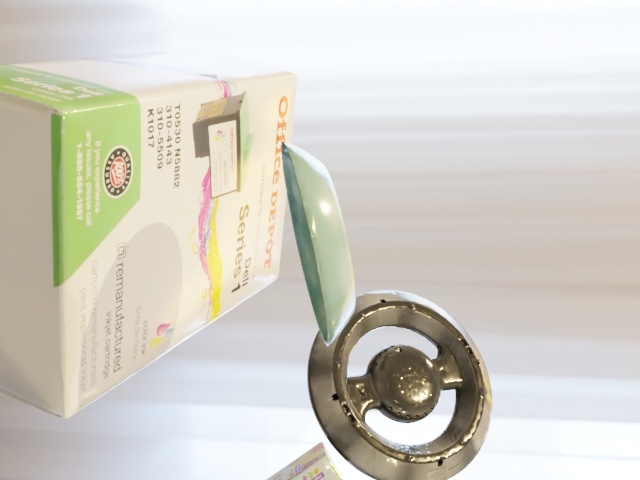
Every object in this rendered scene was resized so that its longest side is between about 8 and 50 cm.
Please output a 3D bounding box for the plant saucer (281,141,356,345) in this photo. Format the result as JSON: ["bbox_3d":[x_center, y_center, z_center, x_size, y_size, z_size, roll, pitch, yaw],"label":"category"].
[{"bbox_3d":[0.000,0.000,0.419,0.119,0.021,0.119,168,-90,-85],"label":"plant saucer"}]

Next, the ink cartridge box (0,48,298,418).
[{"bbox_3d":[-0.135,-0.030,0.553,0.278,0.117,0.201,-33,134,-59],"label":"ink cartridge box"}]

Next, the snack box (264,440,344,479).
[{"bbox_3d":[-0.045,0.273,0.769,0.037,0.141,0.100,56,-6,5],"label":"snack box"}]

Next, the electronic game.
[{"bbox_3d":[0.094,0.164,0.832,0.048,0.229,0.229,126,-26,-56],"label":"electronic game"}]
